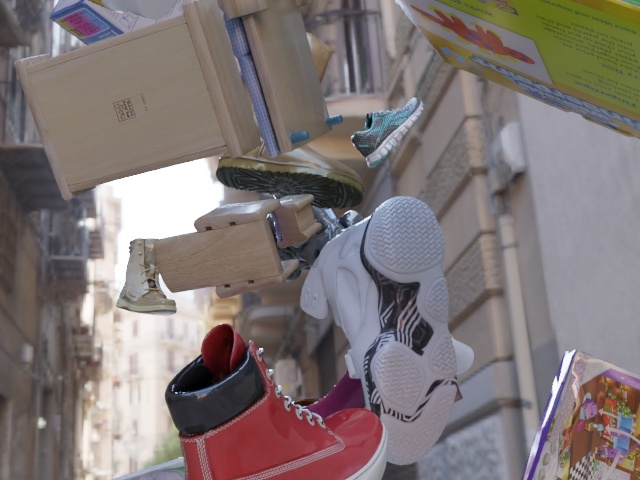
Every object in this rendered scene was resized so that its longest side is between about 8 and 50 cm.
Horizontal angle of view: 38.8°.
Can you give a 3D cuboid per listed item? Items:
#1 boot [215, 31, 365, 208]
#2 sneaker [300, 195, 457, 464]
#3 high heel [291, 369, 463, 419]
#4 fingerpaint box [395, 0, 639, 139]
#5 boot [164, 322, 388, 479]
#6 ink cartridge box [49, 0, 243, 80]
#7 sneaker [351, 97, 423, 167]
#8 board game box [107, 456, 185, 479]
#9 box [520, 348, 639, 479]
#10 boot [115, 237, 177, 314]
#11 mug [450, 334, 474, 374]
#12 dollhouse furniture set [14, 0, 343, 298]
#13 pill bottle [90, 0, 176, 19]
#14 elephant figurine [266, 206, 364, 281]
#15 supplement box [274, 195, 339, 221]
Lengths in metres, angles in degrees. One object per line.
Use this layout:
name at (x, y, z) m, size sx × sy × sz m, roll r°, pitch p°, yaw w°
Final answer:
boot at (-0.023, -0.195, 1.389) m, size 0.236 × 0.270 × 0.089 m, roll 13°, pitch -27°, yaw 5°
sneaker at (0.079, 0.132, 1.306) m, size 0.137 × 0.366 × 0.210 m, roll 7°, pitch -14°, yaw -32°
high heel at (0.039, 0.214, 1.468) m, size 0.377 × 0.181 × 0.127 m, roll -20°, pitch -6°, yaw 22°
fingerpaint box at (0.273, -0.231, 0.850) m, size 0.444 × 0.163 × 0.371 m, roll 30°, pitch 1°, yaw 31°
boot at (-0.027, 0.140, 0.748) m, size 0.088 × 0.176 × 0.244 m, roll -5°, pitch 8°, yaw 33°
ink cartridge box at (-0.266, -0.420, 1.726) m, size 0.395 × 0.270 × 0.151 m, roll 35°, pitch -21°, yaw -34°
sneaker at (0.118, -0.208, 1.611) m, size 0.076 × 0.166 × 0.065 m, roll 42°, pitch -26°, yaw -2°
board game box at (-0.176, 0.472, 1.149) m, size 0.389 × 0.390 × 0.050 m, roll -21°, pitch 14°, yaw 20°
box at (0.339, 0.301, 1.066) m, size 0.200 × 0.293 × 0.057 m, roll 22°, pitch -10°, yaw 3°
boot at (-0.365, 0.076, 1.952) m, size 0.077 × 0.165 × 0.213 m, roll 13°, pitch -6°, yaw -36°
mug at (0.245, 0.212, 1.737) m, size 0.064 × 0.062 × 0.078 m, roll 37°, pitch -3°, yaw -35°
dollhouse furniture set at (-0.109, -0.120, 0.951) m, size 0.198 × 0.286 × 0.303 m, roll -11°, pitch 14°, yaw 25°
pill bottle at (-0.299, -0.385, 1.250) m, size 0.208 × 0.119 × 0.119 m, roll 26°, pitch -10°, yaw 20°
elephant figurine at (0.000, 0.000, 1.628) m, size 0.169 × 0.186 × 0.239 m, roll -33°, pitch 17°, yaw -33°
supplement box at (-0.045, -0.093, 1.954) m, size 0.073 × 0.239 × 0.130 m, roll -26°, pitch -19°, yaw -13°
